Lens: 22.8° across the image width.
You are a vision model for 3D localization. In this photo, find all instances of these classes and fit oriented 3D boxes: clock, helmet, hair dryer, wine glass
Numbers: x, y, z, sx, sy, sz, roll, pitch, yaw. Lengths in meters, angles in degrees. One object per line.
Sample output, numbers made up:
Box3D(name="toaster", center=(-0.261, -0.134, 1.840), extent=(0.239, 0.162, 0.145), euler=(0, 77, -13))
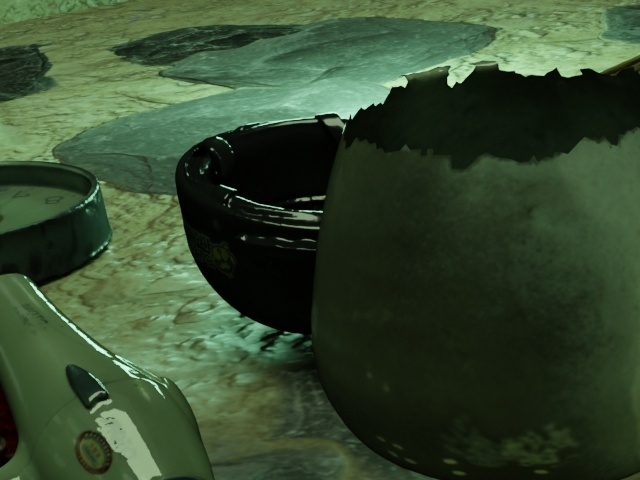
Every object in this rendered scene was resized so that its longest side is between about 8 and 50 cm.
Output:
Box3D(name="clock", center=(-0.387, -0.012, 1.689), extent=(0.325, 0.067, 0.325), euler=(-5, 18, 2))
Box3D(name="helmet", center=(0.000, 0.000, 1.373), extent=(0.231, 0.160, 0.279), euler=(-14, 31, -25))
Box3D(name="hair dryer", center=(-0.230, 0.131, 1.085), extent=(0.298, 0.119, 0.296), euler=(-12, 37, -4))
Box3D(name="wine glass", center=(0.112, 0.076, 0.853), extent=(0.238, 0.323, 0.238), euler=(-3, 19, 1))

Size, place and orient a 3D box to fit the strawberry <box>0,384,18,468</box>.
Box3D(name="strawberry", center=(-0.280, 0.127, 1.201), extent=(0.192, 0.085, 0.140), euler=(5, 22, 20))

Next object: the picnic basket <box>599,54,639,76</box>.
Box3D(name="picnic basket", center=(0.392, -0.077, 1.441), extent=(0.313, 0.175, 0.228), euler=(11, 25, 41))
